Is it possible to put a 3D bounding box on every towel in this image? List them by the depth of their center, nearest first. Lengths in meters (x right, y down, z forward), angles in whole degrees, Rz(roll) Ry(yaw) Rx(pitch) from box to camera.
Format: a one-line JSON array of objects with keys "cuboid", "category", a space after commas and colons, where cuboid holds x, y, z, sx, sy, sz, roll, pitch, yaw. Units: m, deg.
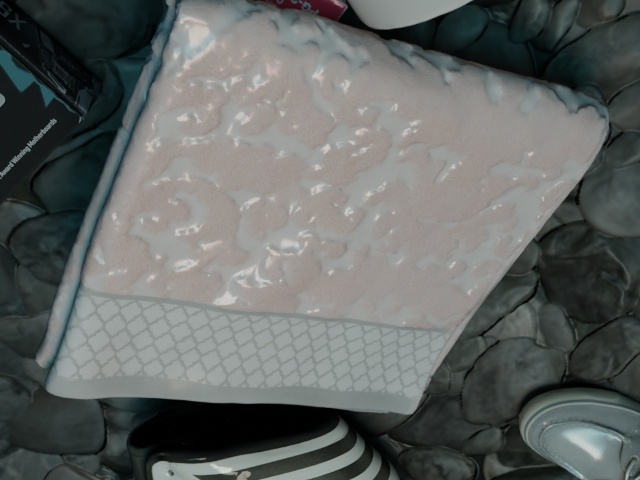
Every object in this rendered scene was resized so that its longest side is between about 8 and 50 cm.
[{"cuboid": [0.000, 0.000, 0.764, 0.332, 0.053, 0.317, 9, 125, -30], "category": "towel"}]

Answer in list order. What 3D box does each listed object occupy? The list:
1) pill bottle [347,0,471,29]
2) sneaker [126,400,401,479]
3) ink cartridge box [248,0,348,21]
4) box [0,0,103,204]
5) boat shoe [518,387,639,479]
[{"cuboid": [0.002, -0.327, 0.580, 0.224, 0.224, 0.392, -29, 114, 15], "category": "pill bottle"}, {"cuboid": [-0.137, 0.286, 0.965, 0.447, 0.169, 0.257, -32, 105, 8], "category": "sneaker"}, {"cuboid": [-0.049, -0.134, 0.746, 0.063, 0.109, 0.150, 33, 113, -17], "category": "ink cartridge box"}, {"cuboid": [-0.351, -0.084, 0.794, 0.307, 0.076, 0.242, -40, 110, 19], "category": "box"}, {"cuboid": [0.280, 0.196, 0.934, 0.227, 0.081, 0.079, 21, 116, -11], "category": "boat shoe"}]
